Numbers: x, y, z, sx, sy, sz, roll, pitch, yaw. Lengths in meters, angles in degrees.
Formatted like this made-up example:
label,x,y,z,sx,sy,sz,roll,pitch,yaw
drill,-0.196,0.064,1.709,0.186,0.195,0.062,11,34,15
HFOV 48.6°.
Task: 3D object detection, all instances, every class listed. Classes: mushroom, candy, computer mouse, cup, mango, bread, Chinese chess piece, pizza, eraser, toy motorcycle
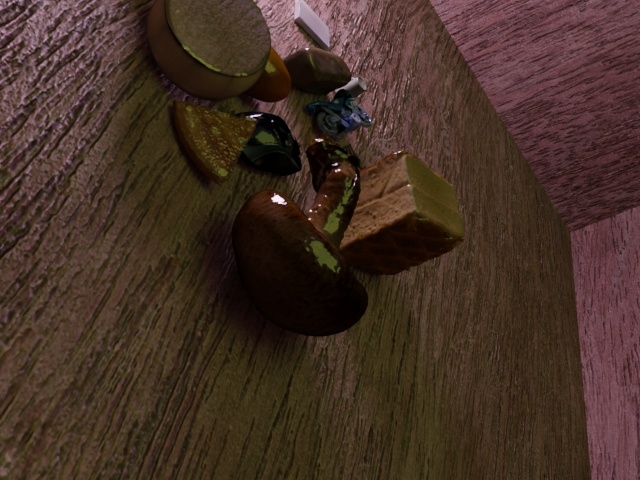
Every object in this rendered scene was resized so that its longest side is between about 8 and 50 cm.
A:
label,x,y,z,sx,sy,sz,roll,pitch,yaw
mushroom,0.000,0.019,1.442,0.334,0.356,0.331,40,-29,49
candy,-0.008,-0.477,2.000,0.234,0.104,0.102,-15,86,-59
computer mouse,-0.116,-0.232,1.653,0.233,0.096,0.137,10,60,-54
cup,0.094,-0.468,2.172,0.054,0.083,0.075,28,45,-45
mango,-0.171,-0.433,1.700,0.253,0.113,0.138,47,46,-17
bread,0.188,-0.056,1.821,0.279,0.279,0.207,27,47,-48
Chinese chess piece,-0.237,-0.437,1.524,0.270,0.112,0.270,14,64,-32
pizza,-0.212,-0.211,1.504,0.193,0.053,0.201,-17,77,-39
eraser,-0.026,-0.671,2.194,0.150,0.023,0.104,38,40,-39
toy motorcycle,0.053,-0.368,2.033,0.254,0.092,0.136,-24,80,-51

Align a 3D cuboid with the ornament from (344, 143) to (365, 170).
label,x,y,z,sx,sy,sz,roll,pitch,yaw
ornament,0.103,-0.221,2.061,0.125,0.028,0.073,60,29,-5
